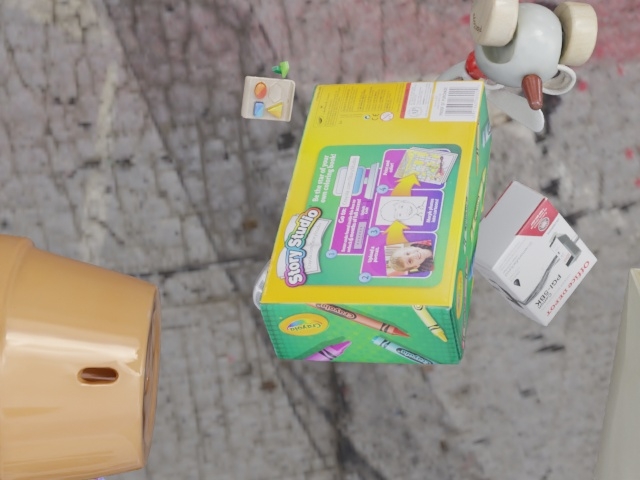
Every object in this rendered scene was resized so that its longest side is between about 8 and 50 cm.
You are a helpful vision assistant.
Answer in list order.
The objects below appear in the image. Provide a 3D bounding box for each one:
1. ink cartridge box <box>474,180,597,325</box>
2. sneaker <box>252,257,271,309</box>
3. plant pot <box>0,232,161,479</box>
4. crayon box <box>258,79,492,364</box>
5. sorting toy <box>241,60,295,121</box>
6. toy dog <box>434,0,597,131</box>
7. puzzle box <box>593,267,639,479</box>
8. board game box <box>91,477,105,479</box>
[{"bbox_3d":[0.226,0.016,1.483,0.099,0.056,0.135,-52,133,-4],"label":"ink cartridge box"},{"bbox_3d":[0.000,0.000,2.088,0.281,0.115,0.105,-47,113,-6],"label":"sneaker"},{"bbox_3d":[-0.281,0.140,1.477,0.203,0.291,0.291,4,134,-2],"label":"plant pot"},{"bbox_3d":[0.057,-0.023,1.238,0.165,0.278,0.081,0,139,15],"label":"crayon box"},{"bbox_3d":[-0.063,-0.184,1.686,0.062,0.012,0.083,6,122,-5],"label":"sorting toy"},{"bbox_3d":[0.244,-0.208,1.834,0.220,0.161,0.333,2,161,4],"label":"toy dog"},{"bbox_3d":[0.328,0.228,1.316,0.052,0.409,0.272,6,112,1],"label":"puzzle box"},{"bbox_3d":[-0.361,0.405,1.996,0.169,0.133,0.033,-43,165,32],"label":"board game box"}]
